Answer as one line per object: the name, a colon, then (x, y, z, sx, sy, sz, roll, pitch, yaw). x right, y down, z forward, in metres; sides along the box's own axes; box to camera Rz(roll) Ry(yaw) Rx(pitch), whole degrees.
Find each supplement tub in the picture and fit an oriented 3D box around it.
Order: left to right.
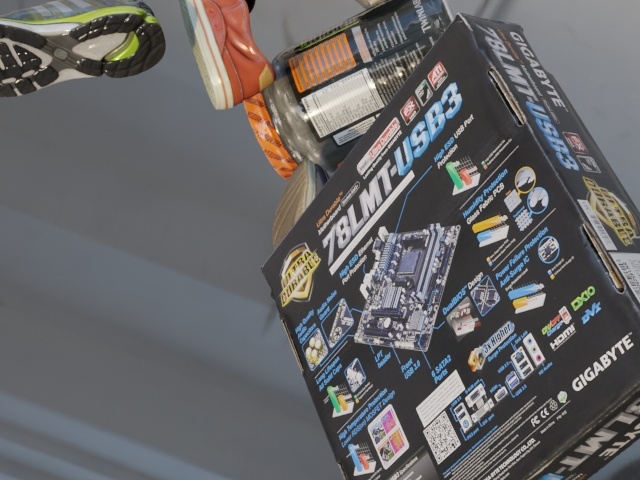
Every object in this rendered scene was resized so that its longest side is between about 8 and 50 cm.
supplement tub: (0.066, -0.233, 1.887, 0.338, 0.207, 0.207, -24, 17, 12)

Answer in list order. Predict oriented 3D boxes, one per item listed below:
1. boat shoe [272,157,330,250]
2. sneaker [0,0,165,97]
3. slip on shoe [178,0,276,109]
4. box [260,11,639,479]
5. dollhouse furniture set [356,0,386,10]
boat shoe: (0.000, 0.000, 1.574, 0.285, 0.092, 0.102, -97, 32, -56)
sneaker: (-0.354, -0.264, 1.626, 0.121, 0.300, 0.111, -103, 11, -55)
slip on shoe: (-0.145, -0.340, 1.752, 0.123, 0.101, 0.331, 100, 154, -69)
box: (0.095, 0.047, 0.876, 0.295, 0.073, 0.293, -51, 48, 36)
dollhouse furniture set: (0.034, -0.579, 2.042, 0.362, 0.394, 0.256, -38, 42, -2)
